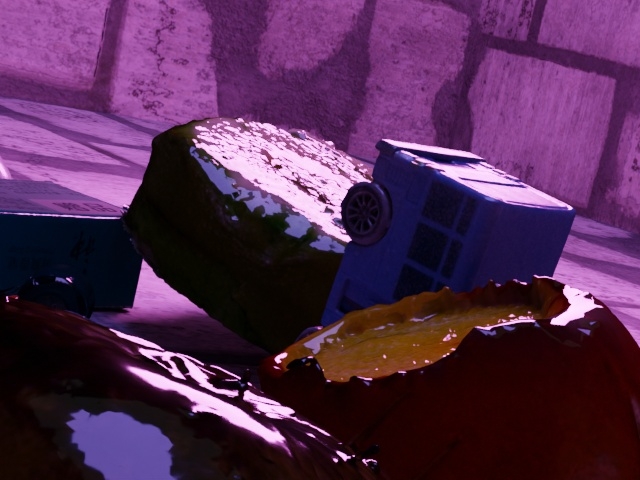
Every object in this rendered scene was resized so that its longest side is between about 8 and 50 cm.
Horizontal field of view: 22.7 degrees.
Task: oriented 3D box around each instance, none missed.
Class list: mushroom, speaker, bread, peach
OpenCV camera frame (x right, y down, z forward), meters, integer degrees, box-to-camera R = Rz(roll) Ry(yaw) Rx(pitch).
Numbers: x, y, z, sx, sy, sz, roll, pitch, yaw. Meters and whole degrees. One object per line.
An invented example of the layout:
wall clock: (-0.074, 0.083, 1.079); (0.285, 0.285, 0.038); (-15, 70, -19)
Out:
mushroom: (-0.091, 0.117, 0.659); (0.297, 0.163, 0.278); (22, 11, 42)
speaker: (-0.232, 0.048, 1.290); (0.094, 0.060, 0.075); (12, 7, -4)
bread: (0.000, 0.000, 1.459); (0.366, 0.129, 0.382); (25, 14, -19)
peach: (0.075, 0.097, 0.898); (0.226, 0.190, 0.196); (32, -23, 15)

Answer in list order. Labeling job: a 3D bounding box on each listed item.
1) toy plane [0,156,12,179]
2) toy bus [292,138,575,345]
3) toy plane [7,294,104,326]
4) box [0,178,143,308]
toy plane: (-0.444, -0.080, 1.695); (0.244, 0.117, 0.245); (13, -9, 2)
toy bus: (0.071, 0.062, 1.093); (0.133, 0.234, 0.116); (29, 16, 38)
toy plane: (-0.214, 0.075, 1.221); (0.145, 0.037, 0.060); (22, 21, 28)
box: (-0.293, 0.000, 1.427); (0.153, 0.092, 0.245); (20, 11, 37)
